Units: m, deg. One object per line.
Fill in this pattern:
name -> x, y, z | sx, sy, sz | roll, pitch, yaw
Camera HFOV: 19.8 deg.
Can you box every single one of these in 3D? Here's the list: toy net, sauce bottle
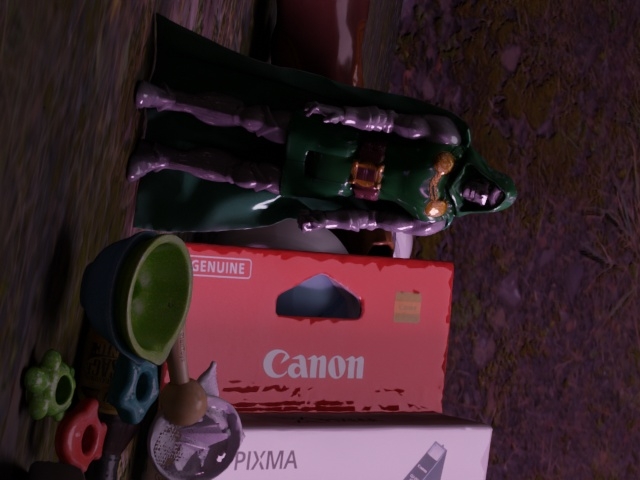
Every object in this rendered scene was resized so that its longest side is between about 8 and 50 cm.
toy net -> -0.088, 0.091, 1.027 | 0.232, 0.045, 0.122 | 61, 43, -55
sauce bottle -> -0.120, 0.086, 1.060 | 0.042, 0.042, 0.128 | 46, 52, -84

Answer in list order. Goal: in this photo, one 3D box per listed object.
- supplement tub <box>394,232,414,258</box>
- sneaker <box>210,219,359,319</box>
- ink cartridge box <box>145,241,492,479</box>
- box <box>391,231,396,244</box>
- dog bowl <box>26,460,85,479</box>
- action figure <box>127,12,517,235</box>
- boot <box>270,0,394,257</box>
supplement tub -> 0.040, -0.027, 2.121 | 0.199, 0.144, 0.144 | -72, 170, -58
sneaker -> -0.041, 0.135, 1.507 | 0.366, 0.135, 0.150 | 94, 0, -49
ink cartridge box -> 0.006, 0.140, 1.380 | 0.296, 0.066, 0.261 | 4, 93, -42
box -> 0.000, 0.000, 1.730 | 0.126, 0.137, 0.072 | 83, 18, -74
dog bowl -> -0.014, 0.233, 0.946 | 0.349, 0.349, 0.102 | 85, 28, -72
action figure -> 0.003, -0.049, 1.101 | 0.063, 0.232, 0.137 | -68, 166, -67
boot -> 0.011, -0.110, 1.515 | 0.264, 0.096, 0.280 | 114, -29, -55
